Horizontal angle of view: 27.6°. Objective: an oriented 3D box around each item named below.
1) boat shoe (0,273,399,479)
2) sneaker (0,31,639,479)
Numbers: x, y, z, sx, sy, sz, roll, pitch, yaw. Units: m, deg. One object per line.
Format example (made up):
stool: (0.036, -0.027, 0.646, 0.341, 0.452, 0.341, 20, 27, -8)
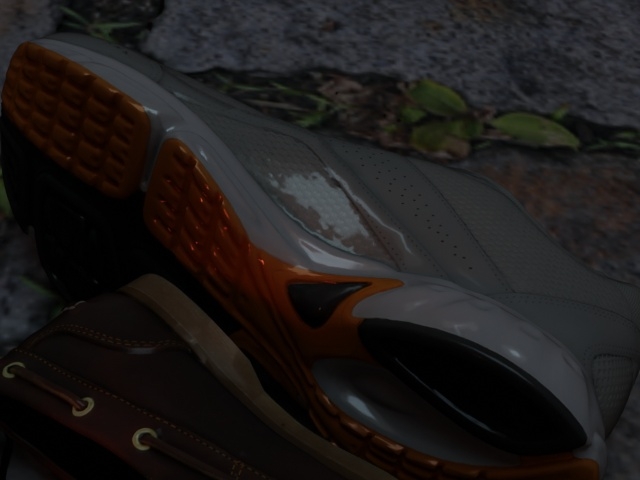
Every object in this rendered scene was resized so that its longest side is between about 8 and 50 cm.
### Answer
boat shoe: (-0.023, 0.089, 0.385, 0.073, 0.073, 0.207, -28, 47, -34)
sneaker: (0.000, 0.000, 0.483, 0.262, 0.099, 0.121, 35, 38, 14)
